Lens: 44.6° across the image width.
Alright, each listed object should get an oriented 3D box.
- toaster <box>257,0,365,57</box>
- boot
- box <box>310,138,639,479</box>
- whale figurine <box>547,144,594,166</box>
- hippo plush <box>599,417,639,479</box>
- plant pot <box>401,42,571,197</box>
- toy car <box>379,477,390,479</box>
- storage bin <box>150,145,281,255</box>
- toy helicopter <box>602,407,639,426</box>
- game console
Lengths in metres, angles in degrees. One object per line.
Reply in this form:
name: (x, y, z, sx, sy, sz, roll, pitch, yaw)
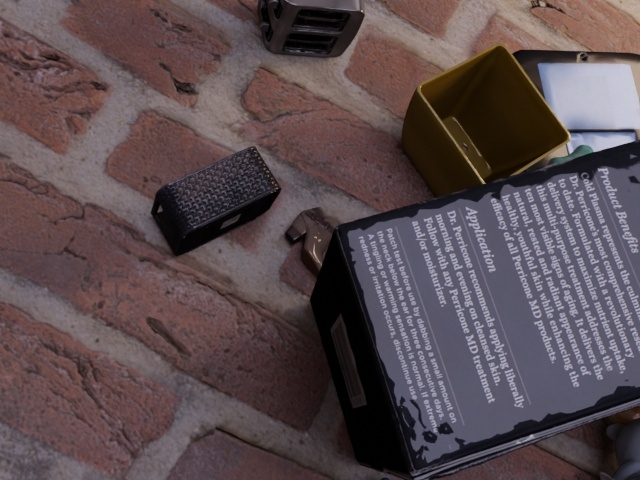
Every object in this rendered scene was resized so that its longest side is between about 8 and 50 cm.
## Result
toaster: (-0.012, -0.416, 1.393, 0.186, 0.168, 0.110, 0, 74, -17)
boot: (0.000, 0.000, 1.315, 0.087, 0.042, 0.118, -34, 84, -28)
box: (0.258, 0.106, 1.064, 0.472, 0.480, 0.297, -15, 78, -8)
whale figurine: (0.509, -0.039, 1.414, 0.216, 0.141, 0.272, -23, 97, -24)
hippo plush: (0.501, 0.399, 1.264, 0.294, 0.234, 0.236, 65, 30, -24)
plant pot: (0.266, -0.182, 1.386, 0.212, 0.187, 0.212, -31, 83, -26)
toy car: (0.163, 0.423, 1.078, 0.219, 0.238, 0.210, 53, 30, 11)
storage bin: (-0.166, -0.061, 1.236, 0.180, 0.122, 0.084, -27, 81, -25)
toy helicopter: (0.671, 0.286, 1.407, 0.355, 0.140, 0.234, -12, 84, -11)
game console: (0.550, -0.220, 1.566, 0.387, 0.060, 0.341, -3, 72, -19)
